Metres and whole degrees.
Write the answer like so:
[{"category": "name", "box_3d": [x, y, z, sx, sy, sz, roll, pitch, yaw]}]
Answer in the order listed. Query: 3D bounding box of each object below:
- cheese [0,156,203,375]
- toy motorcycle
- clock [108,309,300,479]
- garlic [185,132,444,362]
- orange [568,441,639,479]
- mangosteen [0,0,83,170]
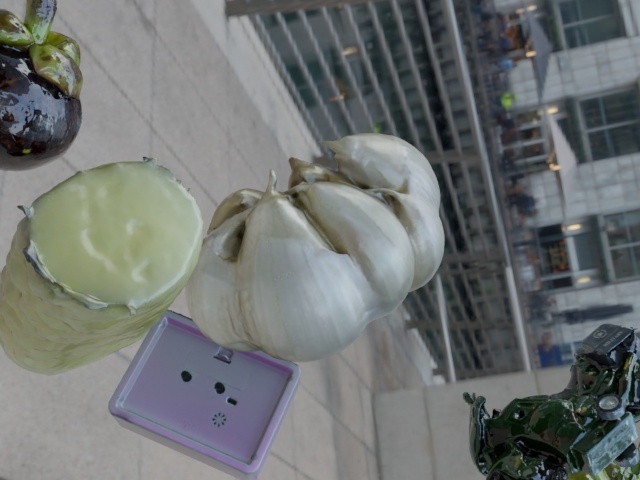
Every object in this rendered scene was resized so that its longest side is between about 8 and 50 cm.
[{"category": "cheese", "box_3d": [-0.150, 0.026, 0.560, 0.123, 0.167, 0.094, -34, 84, -33]}, {"category": "toy motorcycle", "box_3d": [0.278, 0.200, 0.978, 0.187, 0.274, 0.125, 23, -39, 59]}, {"category": "clock", "box_3d": [-0.139, 0.190, 1.037, 0.063, 0.197, 0.150, 96, 17, -62]}, {"category": "garlic", "box_3d": [-0.001, 0.012, 0.822, 0.185, 0.281, 0.203, -112, -179, -49]}, {"category": "orange", "box_3d": [0.387, 0.435, 1.317, 0.300, 0.223, 0.301, -52, 132, -14]}, {"category": "mangosteen", "box_3d": [-0.368, -0.192, 0.995, 0.217, 0.192, 0.192, -66, 171, 10]}]
